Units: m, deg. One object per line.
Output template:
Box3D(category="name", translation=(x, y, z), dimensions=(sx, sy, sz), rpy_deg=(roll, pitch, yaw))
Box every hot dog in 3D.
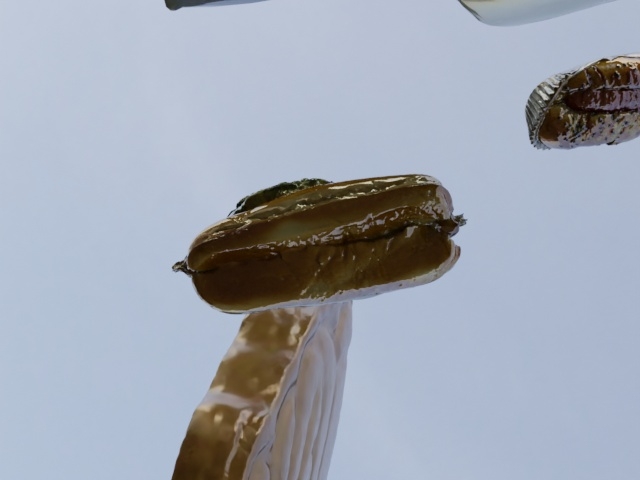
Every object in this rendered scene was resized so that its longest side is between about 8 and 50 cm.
Box3D(category="hot dog", translation=(0.282, -0.134, 1.623), dimensions=(0.099, 0.192, 0.053), rpy_deg=(99, -27, -46))
Box3D(category="hot dog", translation=(0.000, 0.000, 0.761), dimensions=(0.041, 0.133, 0.056), rpy_deg=(-149, -131, -79))

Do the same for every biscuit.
Box3D(category="biscuit", translation=(-0.037, 0.173, 1.044), dimensions=(0.057, 0.351, 0.312), rpy_deg=(12, -83, 8))

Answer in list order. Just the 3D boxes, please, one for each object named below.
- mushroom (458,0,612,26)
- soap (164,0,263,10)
Box3D(category="mushroom", translation=(0.246, -0.171, 0.678), dimensions=(0.353, 0.325, 0.353), rpy_deg=(-4, -95, 48))
Box3D(category="soap", translation=(-0.044, -0.389, 1.080), dimensions=(0.435, 0.213, 0.350), rpy_deg=(-106, -177, -50))
